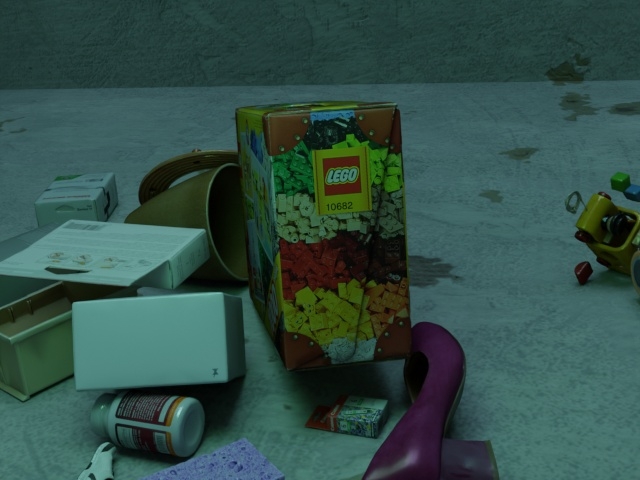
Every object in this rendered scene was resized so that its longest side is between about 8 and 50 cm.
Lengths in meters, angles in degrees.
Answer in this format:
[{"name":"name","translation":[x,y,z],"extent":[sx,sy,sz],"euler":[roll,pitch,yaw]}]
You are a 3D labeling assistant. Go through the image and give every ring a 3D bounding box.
[{"name":"ring","translation":[-0.221,-0.107,2.030],"extent":[0.337,0.336,0.032],"euler":[-5,63,0]}]

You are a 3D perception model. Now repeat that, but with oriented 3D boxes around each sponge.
[{"name":"sponge","translation":[-0.165,0.335,1.256],"extent":[0.210,0.031,0.117],"euler":[-16,25,-27]}]

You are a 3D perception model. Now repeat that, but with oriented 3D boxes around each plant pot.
[{"name":"plant pot","translation":[-0.269,-0.023,1.939],"extent":[0.254,0.237,0.237],"euler":[-7,19,27]}]

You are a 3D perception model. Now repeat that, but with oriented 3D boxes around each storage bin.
[{"name":"storage bin","translation":[-0.491,0.141,1.678],"extent":[0.260,0.123,0.262],"euler":[16,30,40]}]

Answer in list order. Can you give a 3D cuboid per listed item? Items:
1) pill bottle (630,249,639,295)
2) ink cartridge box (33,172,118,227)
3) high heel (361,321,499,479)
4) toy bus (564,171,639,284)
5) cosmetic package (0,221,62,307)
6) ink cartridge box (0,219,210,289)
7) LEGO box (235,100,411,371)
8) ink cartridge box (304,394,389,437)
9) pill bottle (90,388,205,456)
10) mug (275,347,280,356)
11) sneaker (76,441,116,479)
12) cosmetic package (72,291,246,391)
[{"name":"pill bottle","translation":[0.678,0.044,1.665],"extent":[0.246,0.130,0.130],"euler":[-8,22,-7]},{"name":"ink cartridge box","translation":[-0.596,-0.092,2.320],"extent":[0.153,0.086,0.208],"euler":[-3,21,3]},{"name":"high heel","translation":[0.118,0.225,1.327],"extent":[0.181,0.127,0.377],"euler":[3,24,-9]},{"name":"toy bus","translation":[0.554,-0.013,1.748],"extent":[0.202,0.190,0.104],"euler":[-20,27,-34]},{"name":"cosmetic package","translation":[-0.594,0.063,1.890],"extent":[0.107,0.127,0.238],"euler":[17,29,41]},{"name":"ink cartridge box","translation":[-0.385,0.043,1.651],"extent":[0.296,0.066,0.261],"euler":[4,24,22]},{"name":"LEGO box","translation":[-0.012,-0.038,1.555],"extent":[0.193,0.372,0.500],"euler":[-6,9,-9]},{"name":"ink cartridge box","translation":[0.038,0.258,1.406],"extent":[0.115,0.029,0.063],"euler":[4,24,21]},{"name":"pill bottle","translation":[-0.253,0.263,1.379],"extent":[0.152,0.086,0.086],"euler":[5,24,21]},{"name":"mug","translation":[-0.039,0.185,1.585],"extent":[0.062,0.078,0.064],"euler":[-52,32,-18]},{"name":"sneaker","translation":[-0.304,0.324,1.316],"extent":[0.044,0.040,0.109],"euler":[15,28,4]},{"name":"cosmetic package","translation":[-0.241,0.154,1.464],"extent":[0.224,0.138,0.224],"euler":[-4,-4,2]}]
